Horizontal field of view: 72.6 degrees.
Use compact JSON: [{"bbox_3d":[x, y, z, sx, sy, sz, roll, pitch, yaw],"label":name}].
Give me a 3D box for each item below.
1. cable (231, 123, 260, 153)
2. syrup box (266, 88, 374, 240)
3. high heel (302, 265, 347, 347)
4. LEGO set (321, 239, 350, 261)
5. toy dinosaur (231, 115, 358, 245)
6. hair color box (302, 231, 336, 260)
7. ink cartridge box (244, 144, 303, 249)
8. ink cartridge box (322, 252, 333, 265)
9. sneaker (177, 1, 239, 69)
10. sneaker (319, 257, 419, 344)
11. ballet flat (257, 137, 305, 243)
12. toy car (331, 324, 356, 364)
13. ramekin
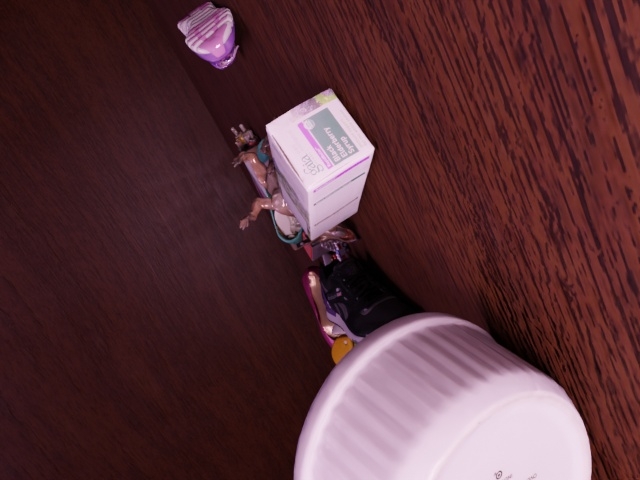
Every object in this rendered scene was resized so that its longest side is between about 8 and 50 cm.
[{"bbox_3d":[-0.169,-0.235,1.358,0.139,0.072,0.287,26,162,45],"label":"cable"},{"bbox_3d":[-0.001,-0.088,0.596,0.093,0.096,0.237,56,171,12],"label":"syrup box"},{"bbox_3d":[0.032,0.270,1.552,0.377,0.127,0.181,62,-177,7],"label":"high heel"},{"bbox_3d":[0.078,0.102,0.959,0.244,0.060,0.182,55,167,32],"label":"LEGO set"},{"bbox_3d":[-0.054,-0.099,0.860,0.200,0.127,0.296,20,-139,-42],"label":"toy dinosaur"},{"bbox_3d":[0.000,0.000,1.002,0.043,0.072,0.141,58,171,11],"label":"hair color box"},{"bbox_3d":[-0.104,-0.117,1.162,0.235,0.088,0.193,56,173,27],"label":"ink cartridge box"},{"bbox_3d":[0.055,0.106,1.207,0.189,0.066,0.232,68,-170,-48],"label":"ink cartridge box"},{"bbox_3d":[-0.195,-0.371,0.820,0.104,0.095,0.236,57,180,-40],"label":"sneaker"},{"bbox_3d":[0.065,0.098,0.783,0.283,0.107,0.124,5,116,65],"label":"sneaker"},{"bbox_3d":[-0.084,-0.106,0.965,0.087,0.083,0.247,-63,-42,-72],"label":"ballet flat"},{"bbox_3d":[0.114,0.280,1.099,0.182,0.136,0.159,-21,67,55],"label":"toy car"},{"bbox_3d":[0.121,0.212,0.396,0.127,0.273,0.273,13,134,62],"label":"ramekin"}]
